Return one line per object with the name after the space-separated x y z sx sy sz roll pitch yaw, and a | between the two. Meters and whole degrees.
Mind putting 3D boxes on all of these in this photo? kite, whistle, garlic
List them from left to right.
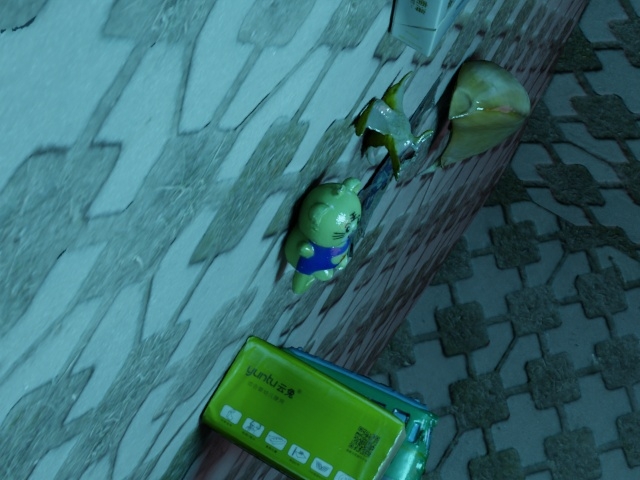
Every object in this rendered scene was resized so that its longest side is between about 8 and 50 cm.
0.000 0.000 1.836 0.105 0.085 0.227 -39 159 -40 | whistle
0.126 -0.117 2.328 0.406 0.014 0.368 -63 169 23 | kite
0.287 -0.240 2.536 0.196 0.151 0.338 -28 169 -15 | garlic

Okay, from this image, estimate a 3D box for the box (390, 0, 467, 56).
0.161 -0.358 1.632 0.155 0.067 0.243 -54 169 -19 | box

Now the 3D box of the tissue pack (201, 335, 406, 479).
-0.020 0.288 2.029 0.167 0.274 0.200 -58 170 -10 | tissue pack

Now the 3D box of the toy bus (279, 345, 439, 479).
0.033 0.323 2.245 0.183 0.343 0.199 90 24 -74 | toy bus

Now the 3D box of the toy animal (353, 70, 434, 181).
0.119 -0.168 1.915 0.155 0.095 0.219 -53 170 -10 | toy animal
